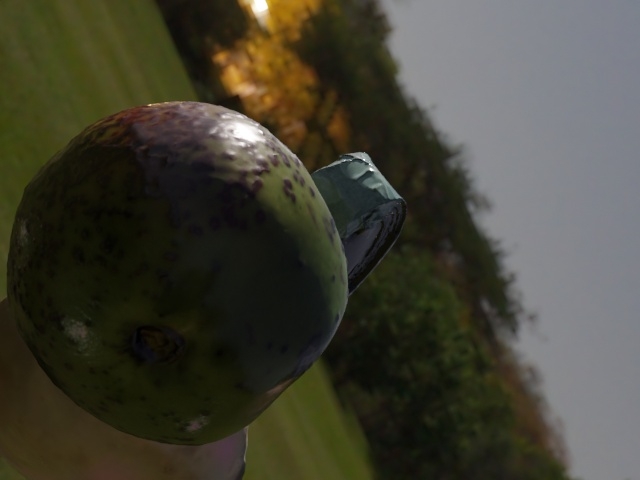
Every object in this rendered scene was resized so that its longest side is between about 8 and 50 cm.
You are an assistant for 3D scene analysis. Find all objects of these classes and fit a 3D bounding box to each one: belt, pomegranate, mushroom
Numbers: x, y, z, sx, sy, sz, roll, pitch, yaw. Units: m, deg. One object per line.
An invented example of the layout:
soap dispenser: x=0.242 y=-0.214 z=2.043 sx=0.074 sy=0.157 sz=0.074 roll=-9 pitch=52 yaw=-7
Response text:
belt: x=0.000 y=0.000 z=1.639 sx=0.151 sy=0.198 sz=0.078 roll=-13 pitch=57 yaw=-50
pomegranate: x=-0.088 y=-0.001 z=1.051 sx=0.248 sy=0.214 sz=0.214 roll=-95 pitch=165 yaw=-55
mushroom: x=-0.153 y=0.118 z=1.267 sx=0.173 sy=0.236 sz=0.162 roll=24 pitch=14 yaw=-48
